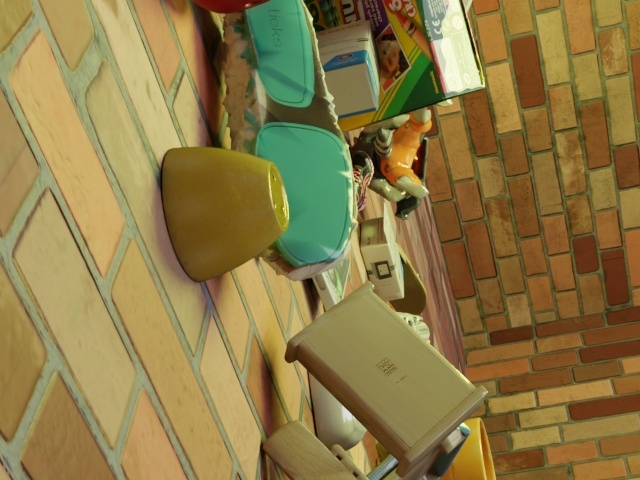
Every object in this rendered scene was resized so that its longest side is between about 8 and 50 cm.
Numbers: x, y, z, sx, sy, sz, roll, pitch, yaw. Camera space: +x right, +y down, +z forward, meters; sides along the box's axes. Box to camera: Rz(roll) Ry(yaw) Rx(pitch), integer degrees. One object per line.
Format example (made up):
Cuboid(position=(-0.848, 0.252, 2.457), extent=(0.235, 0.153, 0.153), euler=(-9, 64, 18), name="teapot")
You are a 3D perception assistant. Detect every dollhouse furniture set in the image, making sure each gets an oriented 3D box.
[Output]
Cuboid(position=(0.023, 0.256, 1.281), extent=(0.198, 0.286, 0.303), euler=(43, -32, 21), name="dollhouse furniture set")

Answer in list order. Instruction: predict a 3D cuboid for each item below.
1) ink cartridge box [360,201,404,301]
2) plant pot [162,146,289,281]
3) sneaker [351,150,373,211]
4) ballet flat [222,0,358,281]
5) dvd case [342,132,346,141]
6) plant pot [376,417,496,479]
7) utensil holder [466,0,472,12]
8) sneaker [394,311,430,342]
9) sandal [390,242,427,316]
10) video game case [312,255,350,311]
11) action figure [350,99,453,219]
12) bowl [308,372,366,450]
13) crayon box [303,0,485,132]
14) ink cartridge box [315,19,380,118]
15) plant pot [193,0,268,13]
Cuboid(position=(0.123, 0.024, 2.109), extent=(0.104, 0.060, 0.180), euler=(-84, 160, -54), name="ink cartridge box")
Cuboid(position=(-0.085, -0.033, 1.005), extent=(0.134, 0.095, 0.134), euler=(-11, 90, -80), name="plant pot")
Cuboid(position=(0.068, -0.112, 1.972), extent=(0.057, 0.047, 0.119), euler=(-17, 115, -64), name="sneaker")
Cuboid(position=(-0.048, -0.116, 1.192), extent=(0.147, 0.147, 0.408), euler=(61, 20, -59), name="ballet flat")
Cuboid(position=(0.013, -0.279, 1.957), extent=(0.180, 0.022, 0.253), euler=(56, 25, -66), name="dvd case")
Cuboid(position=(0.200, 0.420, 1.772), extent=(0.205, 0.188, 0.205), euler=(-11, 90, -79), name="plant pot")
Cuboid(position=(0.161, -0.561, 2.212), extent=(0.385, 0.328, 0.327), euler=(-49, 128, -74), name="utensil holder")
Cuboid(position=(0.116, 0.155, 1.749), extent=(0.297, 0.129, 0.111), euler=(17, 64, -79), name="sneaker")
Cuboid(position=(0.181, 0.066, 2.299), extent=(0.079, 0.088, 0.240), euler=(-82, 154, -43), name="sandal")
Cuboid(position=(0.000, 0.000, 1.551), extent=(0.190, 0.022, 0.173), euler=(-75, 145, -68), name="video game case")
Cuboid(position=(0.144, -0.219, 2.057), extent=(0.330, 0.179, 0.341), euler=(171, -79, -73), name="action figure")
Cuboid(position=(0.028, 0.224, 1.445), extent=(0.142, 0.053, 0.142), euler=(51, 30, -71), name="bowl")
Cuboid(position=(0.096, -0.389, 1.737), extent=(0.313, 0.106, 0.362), euler=(-10, -82, 57), name="crayon box")
Cuboid(position=(0.014, -0.259, 1.600), extent=(0.203, 0.148, 0.086), euler=(-80, 155, -62), name="ink cartridge box")
Cuboid(position=(-0.062, -0.356, 1.098), extent=(0.191, 0.174, 0.191), euler=(23, 61, -51), name="plant pot")
